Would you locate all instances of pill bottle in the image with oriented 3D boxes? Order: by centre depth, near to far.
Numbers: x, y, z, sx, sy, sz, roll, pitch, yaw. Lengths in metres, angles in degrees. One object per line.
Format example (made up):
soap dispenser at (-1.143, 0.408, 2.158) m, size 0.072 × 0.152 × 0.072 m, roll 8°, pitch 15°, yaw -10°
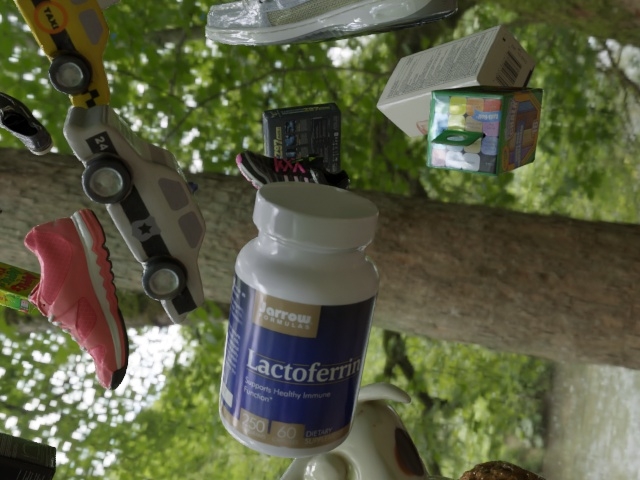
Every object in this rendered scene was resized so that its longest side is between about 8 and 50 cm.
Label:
pill bottle at (-0.021, 0.080, 0.730) m, size 0.153 × 0.153 × 0.264 m, roll -58°, pitch -23°, yaw -70°

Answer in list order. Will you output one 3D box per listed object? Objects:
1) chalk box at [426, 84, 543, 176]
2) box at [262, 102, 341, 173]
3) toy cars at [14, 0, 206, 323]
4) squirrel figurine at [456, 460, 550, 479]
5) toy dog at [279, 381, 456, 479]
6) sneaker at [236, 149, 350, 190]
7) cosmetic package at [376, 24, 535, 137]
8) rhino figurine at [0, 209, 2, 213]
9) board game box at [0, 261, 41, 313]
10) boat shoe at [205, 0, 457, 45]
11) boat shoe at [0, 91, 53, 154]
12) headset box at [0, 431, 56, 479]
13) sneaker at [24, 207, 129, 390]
chalk box at (0.262, -0.185, 1.137) m, size 0.213 × 0.133 × 0.131 m, roll -20°, pitch -63°, yaw -50°
box at (-0.044, -0.216, 1.696) m, size 0.059 × 0.184 × 0.232 m, roll -117°, pitch 20°, yaw -52°
toy cars at (-0.178, -0.122, 0.595) m, size 0.393 × 0.087 × 0.176 m, roll 62°, pitch 174°, yaw 14°
squirrel figurine at (0.324, 0.559, 1.046) m, size 0.281 × 0.397 × 0.370 m, roll 75°, pitch -141°, yaw -77°
toy dog at (0.175, 0.546, 1.524) m, size 0.395 × 0.408 × 0.285 m, roll -56°, pitch -19°, yaw 11°
sneaker at (-0.031, -0.094, 0.943) m, size 0.074 × 0.171 × 0.063 m, roll -55°, pitch 25°, yaw 27°
cosmetic package at (0.282, -0.328, 1.459) m, size 0.296 × 0.129 × 0.153 m, roll 1°, pitch 60°, yaw 55°
rhino figurine at (-0.874, -0.055, 1.780) m, size 0.106 × 0.073 × 0.243 m, roll -61°, pitch 22°, yaw -5°
board game box at (-0.702, 0.093, 1.508) m, size 0.092 × 0.182 × 0.043 m, roll -76°, pitch 4°, yaw -62°
boat shoe at (0.001, -0.288, 0.806) m, size 0.118 × 0.321 × 0.103 m, roll -26°, pitch -67°, yaw -55°
boat shoe at (-0.665, -0.270, 1.493) m, size 0.075 × 0.206 × 0.065 m, roll -45°, pitch -15°, yaw -17°
headset box at (-0.728, 0.521, 1.404) m, size 0.246 × 0.283 × 0.131 m, roll -67°, pitch 22°, yaw -1°
sneaker at (-0.407, 0.107, 1.140) m, size 0.116 × 0.136 × 0.313 m, roll -158°, pitch 58°, yaw -66°
